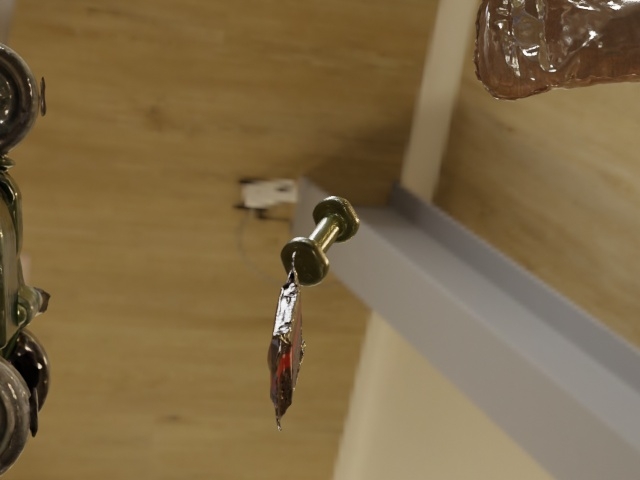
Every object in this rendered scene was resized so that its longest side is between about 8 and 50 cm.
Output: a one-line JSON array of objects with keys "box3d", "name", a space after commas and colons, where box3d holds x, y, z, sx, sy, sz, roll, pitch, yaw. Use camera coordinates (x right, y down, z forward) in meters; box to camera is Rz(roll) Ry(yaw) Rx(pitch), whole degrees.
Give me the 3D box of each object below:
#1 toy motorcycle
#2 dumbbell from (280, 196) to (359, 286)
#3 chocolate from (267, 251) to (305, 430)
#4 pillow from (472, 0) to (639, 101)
[{"box3d": [-0.216, 0.022, 0.817, 0.205, 0.127, 0.275, -146, -128, -84], "name": "toy motorcycle"}, {"box3d": [0.000, 0.000, 1.463, 0.046, 0.118, 0.052, -17, -72, 28], "name": "dumbbell"}, {"box3d": [-0.031, 0.085, 1.260, 0.182, 0.028, 0.086, -78, 169, -61], "name": "chocolate"}, {"box3d": [0.219, -0.154, 1.082, 0.034, 0.211, 0.135, 77, 17, -49], "name": "pillow"}]
